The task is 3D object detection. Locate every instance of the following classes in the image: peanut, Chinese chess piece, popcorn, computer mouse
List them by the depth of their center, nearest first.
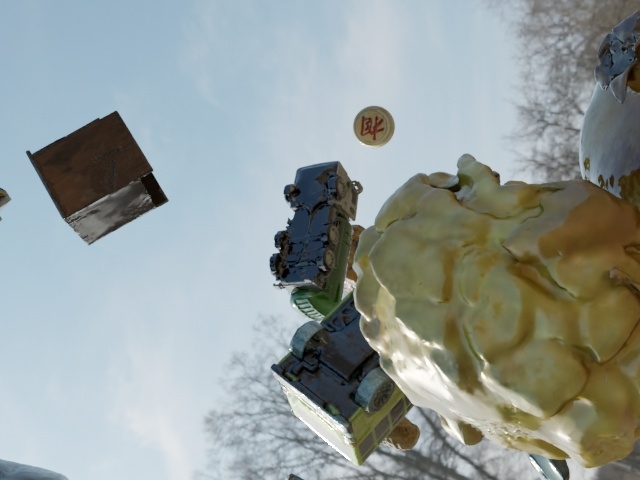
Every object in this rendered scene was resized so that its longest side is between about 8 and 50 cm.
[{"bbox_3d":[0.145,0.052,0.506,0.190,0.250,0.250,-42,-39,-18],"label":"popcorn"},{"bbox_3d":[0.512,0.492,1.637,0.113,0.068,0.229,85,172,-54],"label":"computer mouse"},{"bbox_3d":[0.134,0.462,1.735,0.095,0.225,0.108,-60,-19,-81],"label":"peanut"},{"bbox_3d":[0.152,-0.324,2.004,0.051,0.122,0.122,-2,-76,-74],"label":"Chinese chess piece"}]

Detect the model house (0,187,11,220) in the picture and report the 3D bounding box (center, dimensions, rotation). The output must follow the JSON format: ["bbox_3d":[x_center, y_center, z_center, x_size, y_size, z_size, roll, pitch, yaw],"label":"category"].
[{"bbox_3d":[-0.545,-0.089,0.846,0.300,0.340,0.323,-43,-14,12],"label":"model house"}]

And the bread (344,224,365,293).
[{"bbox_3d":[0.102,0.055,1.706,0.158,0.149,0.143,-57,-18,-10],"label":"bread"}]

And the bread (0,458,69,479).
[{"bbox_3d":[-0.465,0.404,0.919,0.300,0.341,0.210,-49,-29,-60],"label":"bread"}]

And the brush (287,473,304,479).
[{"bbox_3d":[-0.074,0.632,1.521,0.036,0.043,0.248,18,-95,-48],"label":"brush"}]

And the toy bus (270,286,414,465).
[{"bbox_3d":[0.081,0.124,0.844,0.262,0.128,0.150,-42,-36,-23],"label":"toy bus"}]

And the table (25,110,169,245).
[{"bbox_3d":[-0.445,-0.129,1.423,0.193,0.172,0.169,-31,-15,-10],"label":"table"}]

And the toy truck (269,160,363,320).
[{"bbox_3d":[0.000,0.000,1.108,0.125,0.101,0.243,47,-136,-47],"label":"toy truck"}]

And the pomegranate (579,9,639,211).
[{"bbox_3d":[0.357,-0.083,0.566,0.319,0.319,0.319,-35,-48,-52],"label":"pomegranate"}]
